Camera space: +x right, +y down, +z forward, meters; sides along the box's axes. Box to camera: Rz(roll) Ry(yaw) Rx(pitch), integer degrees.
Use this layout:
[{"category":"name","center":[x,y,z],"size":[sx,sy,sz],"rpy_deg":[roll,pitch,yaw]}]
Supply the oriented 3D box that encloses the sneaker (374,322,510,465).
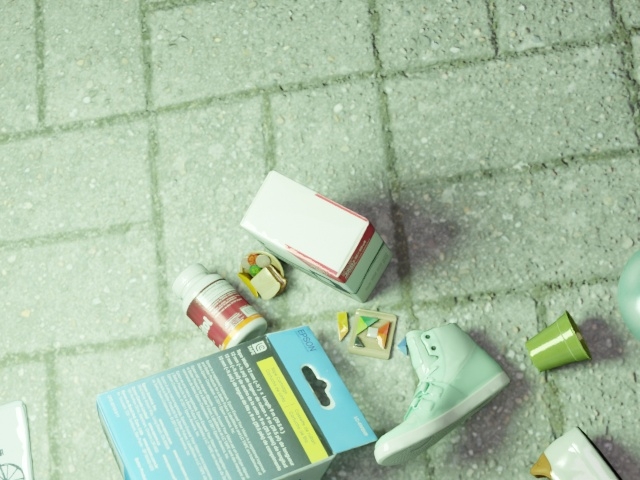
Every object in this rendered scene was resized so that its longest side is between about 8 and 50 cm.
[{"category":"sneaker","center":[0.145,0.221,1.708],"size":[0.255,0.094,0.151],"rpy_deg":[-30,71,-31]}]

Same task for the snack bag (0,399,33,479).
[{"category":"snack bag","center":[-0.601,0.441,1.850],"size":[0.323,0.037,0.343],"rpy_deg":[-11,73,8]}]

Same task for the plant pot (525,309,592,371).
[{"category":"plant pot","center":[0.354,0.159,1.732],"size":[0.079,0.083,0.083],"rpy_deg":[-28,71,14]}]

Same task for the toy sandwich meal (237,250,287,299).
[{"category":"toy sandwich meal","center":[-0.096,0.057,1.847],"size":[0.085,0.029,0.086],"rpy_deg":[8,114,19]}]

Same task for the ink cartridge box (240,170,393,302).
[{"category":"ink cartridge box","center":[0.000,0.000,1.754],"size":[0.172,0.237,0.100],"rpy_deg":[28,84,16]}]

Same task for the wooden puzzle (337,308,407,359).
[{"category":"wooden puzzle","center":[0.080,0.147,1.815],"size":[0.116,0.014,0.079],"rpy_deg":[2,75,11]}]

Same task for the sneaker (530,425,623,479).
[{"category":"sneaker","center":[0.411,0.415,1.641],"size":[0.123,0.106,0.290],"rpy_deg":[-39,62,5]}]

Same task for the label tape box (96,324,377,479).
[{"category":"label tape box","center":[-0.126,0.291,1.711],"size":[0.347,0.115,0.249],"rpy_deg":[-17,49,-20]}]

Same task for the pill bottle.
[{"category":"pill bottle","center":[-0.164,0.110,1.833],"size":[0.086,0.086,0.152],"rpy_deg":[-45,71,-4]}]

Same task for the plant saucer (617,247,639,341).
[{"category":"plant saucer","center":[0.548,0.080,1.734],"size":[0.194,0.037,0.195],"rpy_deg":[-3,75,9]}]
